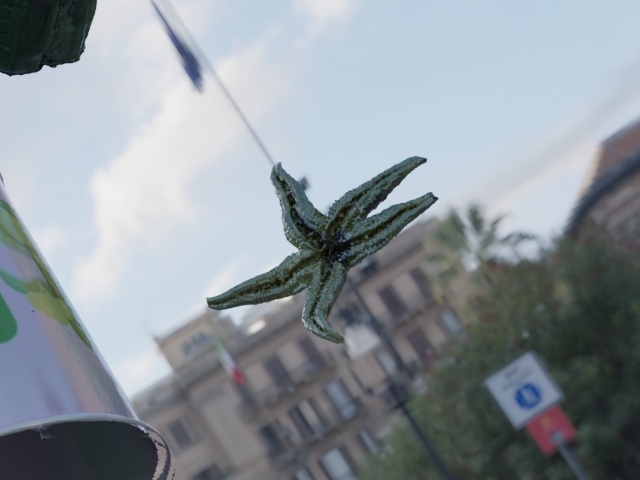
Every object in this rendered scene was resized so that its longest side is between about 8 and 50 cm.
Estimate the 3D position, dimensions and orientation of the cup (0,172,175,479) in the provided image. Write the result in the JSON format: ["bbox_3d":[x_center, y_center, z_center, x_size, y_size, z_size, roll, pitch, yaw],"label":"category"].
[{"bbox_3d":[-0.268,0.094,1.087,0.253,0.274,0.253,-22,-30,-13],"label":"cup"}]

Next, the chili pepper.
[{"bbox_3d":[-0.255,-0.293,1.476,0.136,0.099,0.270,-3,-55,-33],"label":"chili pepper"}]

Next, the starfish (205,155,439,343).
[{"bbox_3d":[0.001,0.001,1.309,0.223,0.216,0.050,-27,-37,5],"label":"starfish"}]
